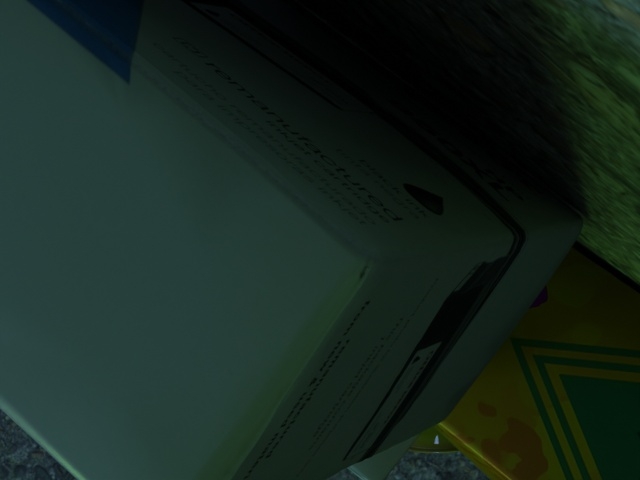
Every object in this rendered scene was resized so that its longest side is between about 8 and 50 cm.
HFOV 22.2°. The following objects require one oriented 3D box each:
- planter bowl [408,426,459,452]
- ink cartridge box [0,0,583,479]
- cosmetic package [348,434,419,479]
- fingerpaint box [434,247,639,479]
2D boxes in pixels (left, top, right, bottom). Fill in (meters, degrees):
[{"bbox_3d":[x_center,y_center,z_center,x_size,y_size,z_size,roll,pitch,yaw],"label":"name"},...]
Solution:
[{"bbox_3d":[0.149,0.103,1.470,0.217,0.217,0.090,-150,40,-73],"label":"planter bowl"},{"bbox_3d":[-0.054,-0.025,0.858,0.285,0.166,0.395,39,-165,15],"label":"ink cartridge box"},{"bbox_3d":[0.038,0.058,1.400,0.138,0.224,0.225,40,177,-20],"label":"cosmetic package"},{"bbox_3d":[0.302,0.221,1.197,0.371,0.163,0.445,38,177,26],"label":"fingerpaint box"}]
